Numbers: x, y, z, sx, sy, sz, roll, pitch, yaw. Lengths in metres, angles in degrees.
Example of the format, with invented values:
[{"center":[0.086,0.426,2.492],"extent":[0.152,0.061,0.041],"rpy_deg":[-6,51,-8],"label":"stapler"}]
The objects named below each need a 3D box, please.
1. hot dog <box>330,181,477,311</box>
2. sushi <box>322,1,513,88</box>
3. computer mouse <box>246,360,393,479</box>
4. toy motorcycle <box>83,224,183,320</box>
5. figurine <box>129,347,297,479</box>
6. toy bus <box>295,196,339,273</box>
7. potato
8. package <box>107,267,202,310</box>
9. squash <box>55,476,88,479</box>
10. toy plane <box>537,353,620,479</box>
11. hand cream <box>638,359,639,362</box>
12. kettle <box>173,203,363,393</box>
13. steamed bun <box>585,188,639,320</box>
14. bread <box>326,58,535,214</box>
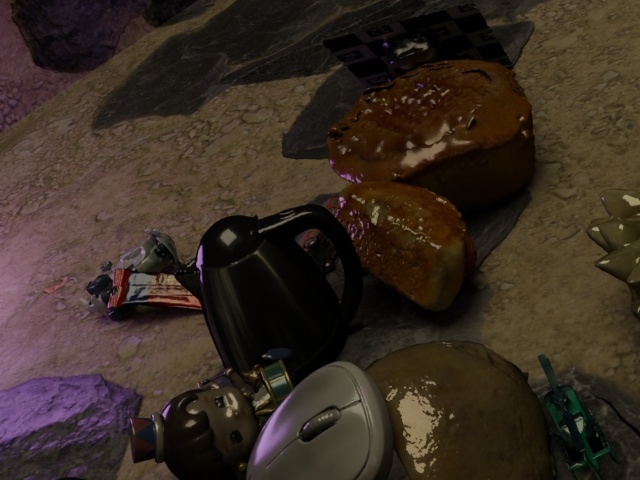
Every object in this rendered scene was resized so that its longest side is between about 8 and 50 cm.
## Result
[{"center":[0.146,0.001,1.925],"extent":[0.257,0.150,0.153],"rpy_deg":[33,33,34],"label":"hot dog"},{"center":[0.201,-0.313,2.318],"extent":[0.296,0.373,0.100],"rpy_deg":[-12,77,16],"label":"sushi"},{"center":[-0.018,0.282,1.531],"extent":[0.121,0.297,0.184],"rpy_deg":[4,52,-24],"label":"computer mouse"},{"center":[-0.350,0.056,2.297],"extent":[0.150,0.102,0.221],"rpy_deg":[-12,31,47],"label":"toy motorcycle"},{"center":[-0.142,0.267,1.757],"extent":[0.275,0.158,0.161],"rpy_deg":[-27,70,-4],"label":"figurine"},{"center":[0.000,0.000,2.153],"extent":[0.077,0.065,0.192],"rpy_deg":[-13,31,41],"label":"toy bus"},{"center":[0.195,0.249,1.502],"extent":[0.211,0.189,0.264],"rpy_deg":[-25,31,1],"label":"potato"},{"center":[-0.285,0.089,2.196],"extent":[0.200,0.022,0.083],"rpy_deg":[1,57,10],"label":"package"},{"center":[-0.349,0.432,1.647],"extent":[0.218,0.172,0.218],"rpy_deg":[-17,39,14],"label":"squash"},{"center":[0.322,0.236,1.518],"extent":[0.060,0.096,0.235],"rpy_deg":[-24,29,6],"label":"toy plane"},{"center":[0.501,0.177,1.532],"extent":[0.086,0.055,0.235],"rpy_deg":[-27,23,-9],"label":"hand cream"},{"center":[-0.084,0.079,1.888],"extent":[0.251,0.271,0.207],"rpy_deg":[-2,38,36],"label":"kettle"},{"center":[0.487,0.028,1.602],"extent":[0.247,0.189,0.428],"rpy_deg":[-25,26,2],"label":"steamed bun"},{"center":[0.197,-0.164,2.121],"extent":[0.358,0.204,0.337],"rpy_deg":[-18,29,6],"label":"bread"}]
